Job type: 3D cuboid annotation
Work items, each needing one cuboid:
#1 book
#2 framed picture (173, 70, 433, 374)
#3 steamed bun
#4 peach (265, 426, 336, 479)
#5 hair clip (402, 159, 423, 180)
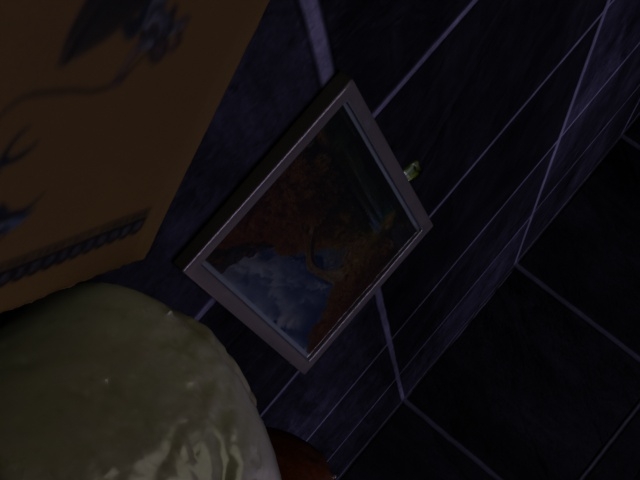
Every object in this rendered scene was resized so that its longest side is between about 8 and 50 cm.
[{"bbox_3d":[-0.078,-0.116,0.359,0.269,0.032,0.388,-26,150,-57],"label":"book"},{"bbox_3d":[0.000,0.000,0.784,0.184,0.016,0.250,-49,149,-7],"label":"framed picture"},{"bbox_3d":[-0.120,0.201,0.548,0.273,0.272,0.290,-46,169,-22],"label":"steamed bun"},{"bbox_3d":[-0.087,0.319,1.064,0.232,0.232,0.232,-47,165,-17],"label":"peach"},{"bbox_3d":[0.054,-0.021,0.996,0.060,0.033,0.188,-38,163,-36],"label":"hair clip"}]
